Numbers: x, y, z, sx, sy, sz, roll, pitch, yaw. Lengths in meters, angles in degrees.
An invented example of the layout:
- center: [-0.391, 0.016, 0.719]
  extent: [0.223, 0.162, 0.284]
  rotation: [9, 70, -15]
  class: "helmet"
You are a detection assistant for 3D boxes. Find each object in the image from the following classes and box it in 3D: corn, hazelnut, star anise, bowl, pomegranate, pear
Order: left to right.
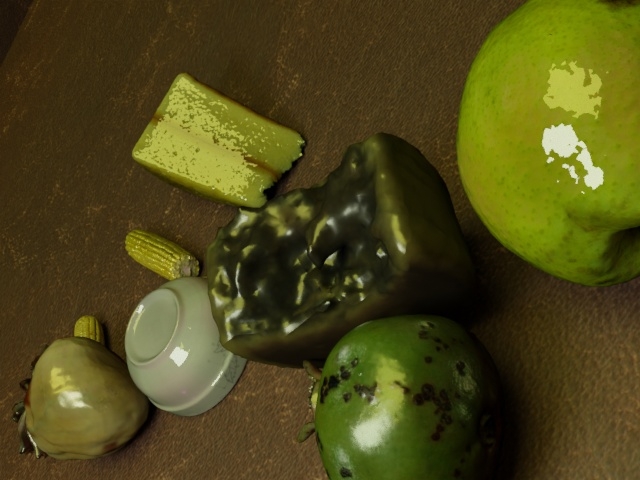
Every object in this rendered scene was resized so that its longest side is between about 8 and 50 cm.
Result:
- center: [-0.647, 0.370, 1.717]
  extent: [0.288, 0.088, 0.288]
  rotation: [-23, 59, 47]
  class: "star anise"
- center: [-0.472, 0.324, 1.514]
  extent: [0.261, 0.241, 0.261]
  rotation: [8, 102, 39]
  class: "hazelnut"
- center: [-0.529, 0.258, 1.697]
  extent: [0.067, 0.067, 0.206]
  rotation: [-38, 49, 19]
  class: "corn"
- center: [-0.365, 0.033, 1.670]
  extent: [0.248, 0.081, 0.081]
  rotation: [22, 81, 46]
  class: "corn"
- center: [-0.283, 0.193, 1.463]
  extent: [0.287, 0.143, 0.287]
  rotation: [-21, 55, 32]
  class: "bowl"
- center: [0.087, 0.229, 1.000]
  extent: [0.323, 0.291, 0.291]
  rotation: [14, 75, 22]
  class: "pomegranate"
- center: [0.354, -0.126, 0.939]
  extent: [0.391, 0.391, 0.391]
  rotation: [-21, 54, 32]
  class: "pear"

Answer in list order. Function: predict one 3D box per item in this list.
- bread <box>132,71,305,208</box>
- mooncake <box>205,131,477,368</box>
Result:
- center: [-0.206, -0.186, 1.679]
  extent: [0.361, 0.245, 0.233]
  rotation: [28, 84, 16]
  class: "bread"
- center: [0.018, 0.030, 1.110]
  extent: [0.394, 0.393, 0.246]
  rotation: [-4, 54, -3]
  class: "mooncake"
